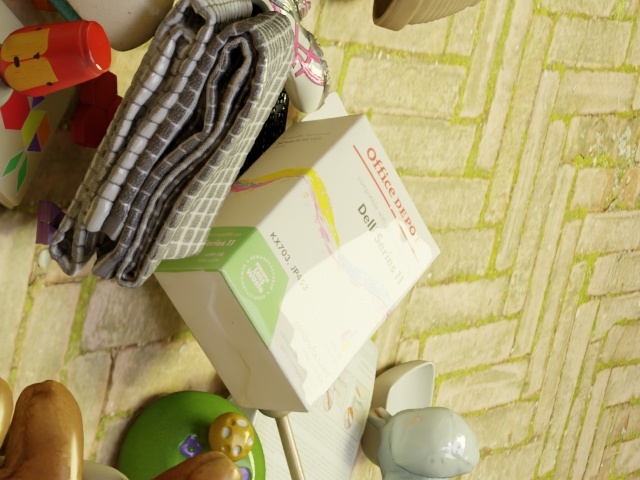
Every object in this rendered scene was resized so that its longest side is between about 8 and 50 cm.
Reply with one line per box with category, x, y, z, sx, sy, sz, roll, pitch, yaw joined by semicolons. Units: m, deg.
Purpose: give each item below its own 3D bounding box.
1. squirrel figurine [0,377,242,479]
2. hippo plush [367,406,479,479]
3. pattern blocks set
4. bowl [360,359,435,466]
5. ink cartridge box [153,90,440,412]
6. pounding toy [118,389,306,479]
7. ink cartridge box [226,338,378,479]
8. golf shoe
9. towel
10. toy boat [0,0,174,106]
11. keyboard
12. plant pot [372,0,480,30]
squirrel figurine;-0.322;0.303;1.429;0.370;0.281;0.397;28;78;-54
hippo plush;0.153;0.347;2.191;0.294;0.234;0.237;131;-22;-71
pattern blocks set;-0.294;-0.124;1.482;0.285;0.026;0.325;-63;148;-27
bowl;0.105;0.241;2.330;0.142;0.053;0.142;-20;122;-54
ink cartridge box;0.000;0.000;1.834;0.353;0.119;0.207;-49;120;-35
pounding toy;-0.098;0.249;1.828;0.237;0.110;0.183;-13;89;-34
ink cartridge box;-0.055;0.257;2.064;0.308;0.091;0.385;47;52;-56
golf shoe;-0.047;-0.218;1.833;0.086;0.067;0.186;-33;125;-24
towel;-0.128;-0.095;1.536;0.284;0.121;0.235;-61;-178;13
toy boat;-0.232;-0.238;1.394;0.267;0.148;0.318;61;27;-43
keyboard;-0.061;-0.095;1.892;0.100;0.038;0.192;-16;117;-56
plant pot;0.152;-0.349;1.929;0.237;0.109;0.237;-161;-90;-82
